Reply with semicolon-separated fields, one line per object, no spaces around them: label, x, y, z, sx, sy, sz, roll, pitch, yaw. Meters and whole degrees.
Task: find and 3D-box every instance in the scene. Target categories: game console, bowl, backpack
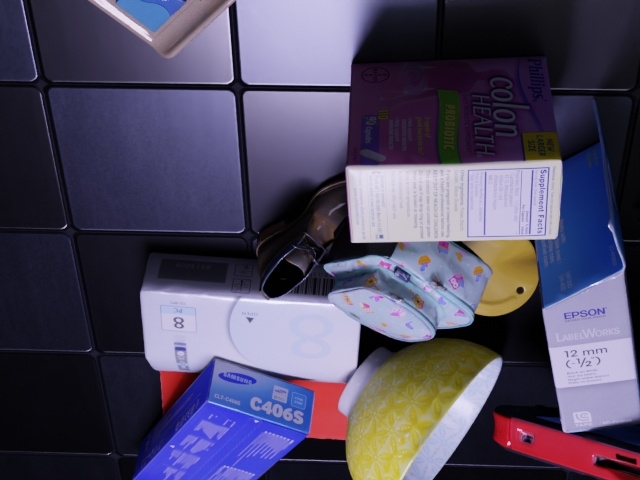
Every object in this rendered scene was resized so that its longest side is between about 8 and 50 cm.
game console;0.465;0.284;1.719;0.342;0.060;0.386;3;-174;-43
bowl;0.120;0.244;1.824;0.156;0.289;0.289;34;133;17
backpack;0.114;0.049;1.592;0.188;0.144;0.166;23;162;-21

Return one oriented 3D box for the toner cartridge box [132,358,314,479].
toner cartridge box;-0.156;0.305;1.934;0.165;0.075;0.348;20;144;-18

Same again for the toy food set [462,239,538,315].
toy food set;0.190;0.020;1.719;0.218;0.071;0.128;19;107;-11

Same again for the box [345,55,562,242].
box;0.155;-0.111;1.499;0.243;0.213;0.117;-1;131;5

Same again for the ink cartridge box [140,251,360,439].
ink cartridge box;-0.100;0.191;1.872;0.308;0.091;0.385;3;131;1

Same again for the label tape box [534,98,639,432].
label tape box;0.329;0.036;1.595;0.115;0.249;0.348;-9;130;13

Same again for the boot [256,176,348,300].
boot;0.000;0.000;1.681;0.219;0.106;0.082;-34;122;29

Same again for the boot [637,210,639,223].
boot;0.470;-0.021;1.673;0.099;0.045;0.121;14;124;-12

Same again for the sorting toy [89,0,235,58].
sorting toy;-0.165;-0.356;1.417;0.229;0.041;0.307;37;124;-26
